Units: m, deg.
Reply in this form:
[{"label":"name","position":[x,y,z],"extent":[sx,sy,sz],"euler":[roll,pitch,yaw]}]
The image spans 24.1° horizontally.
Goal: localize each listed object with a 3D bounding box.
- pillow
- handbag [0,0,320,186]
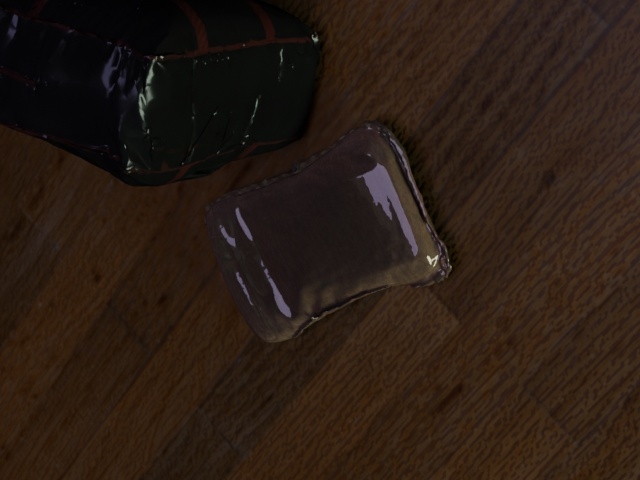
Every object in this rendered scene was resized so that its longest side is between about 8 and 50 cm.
[{"label":"pillow","position":[-0.002,-0.002,1.184],"extent":[0.211,0.034,0.135],"euler":[-23,93,36]},{"label":"handbag","position":[-0.129,-0.127,1.125],"extent":[0.169,0.215,0.155],"euler":[27,115,28]}]
